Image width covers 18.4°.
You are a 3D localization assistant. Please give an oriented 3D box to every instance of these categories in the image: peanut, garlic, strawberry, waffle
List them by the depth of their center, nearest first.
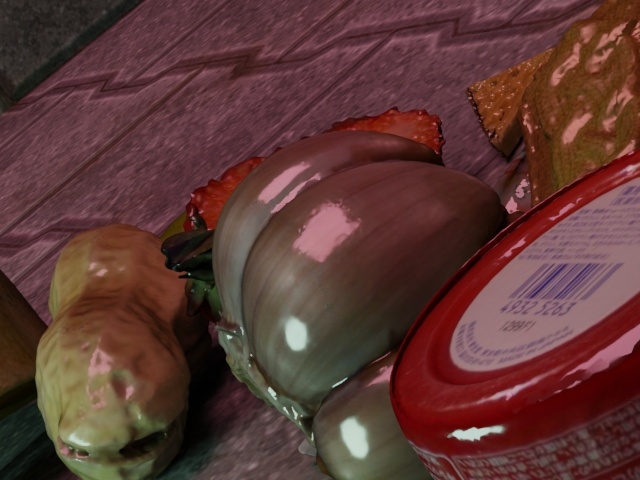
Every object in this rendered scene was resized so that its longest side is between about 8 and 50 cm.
[{"bbox_3d":[0.030,0.034,1.100,0.191,0.160,0.214,-45,27,3],"label":"garlic"},{"bbox_3d":[0.000,0.000,1.434,0.188,0.106,0.286,10,30,37],"label":"strawberry"},{"bbox_3d":[-0.144,0.081,1.437,0.130,0.130,0.290,-31,23,15],"label":"peanut"},{"bbox_3d":[0.132,-0.094,1.554,0.097,0.023,0.152,-24,21,38],"label":"waffle"}]

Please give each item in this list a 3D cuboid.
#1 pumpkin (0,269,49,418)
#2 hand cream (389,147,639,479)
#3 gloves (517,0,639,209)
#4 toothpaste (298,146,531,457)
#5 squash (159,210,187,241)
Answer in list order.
[{"bbox_3d":[-0.375,0.103,1.565,0.332,0.199,0.332,-31,0,0],"label":"pumpkin"},{"bbox_3d":[0.153,0.063,0.872,0.230,0.149,0.230,-35,17,12],"label":"hand cream"},{"bbox_3d":[0.216,-0.077,1.115,0.203,0.155,0.356,-23,17,27],"label":"gloves"},{"bbox_3d":[0.108,0.017,1.239,0.323,0.066,0.100,-50,25,-20],"label":"toothpaste"},{"bbox_3d":[-0.125,0.041,1.626,0.066,0.066,0.201,-18,29,47],"label":"squash"}]
